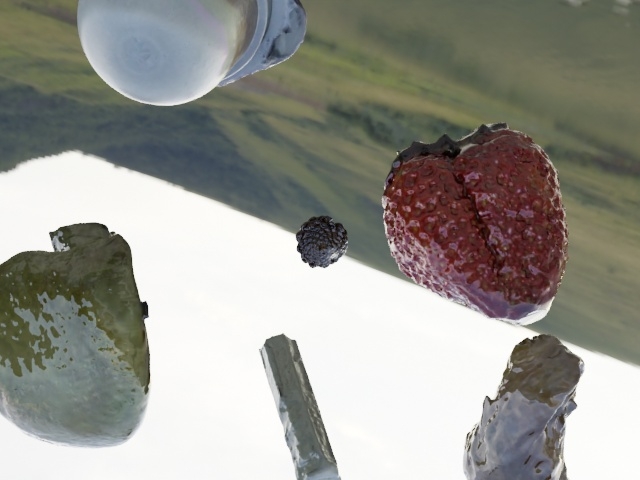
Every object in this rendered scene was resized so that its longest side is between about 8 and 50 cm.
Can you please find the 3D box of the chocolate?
[{"bbox_3d":[-0.126,-0.185,0.801,0.221,0.221,0.147,18,-136,-12],"label":"chocolate"}]

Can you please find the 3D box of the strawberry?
[{"bbox_3d":[0.220,-0.009,1.254,0.288,0.250,0.238,60,177,34],"label":"strawberry"}]

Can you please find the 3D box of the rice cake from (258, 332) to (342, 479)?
[{"bbox_3d":[-0.032,0.229,1.280,0.057,0.052,0.256,-13,-138,-8],"label":"rice cake"}]

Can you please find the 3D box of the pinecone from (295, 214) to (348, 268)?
[{"bbox_3d":[0.000,0.000,1.316,0.077,0.077,0.083,17,-171,-14],"label":"pinecone"}]

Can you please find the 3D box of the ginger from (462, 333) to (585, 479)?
[{"bbox_3d":[0.163,0.211,0.684,0.084,0.290,0.122,-13,-169,-11],"label":"ginger"}]

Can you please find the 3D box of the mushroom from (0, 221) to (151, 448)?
[{"bbox_3d":[-0.319,0.109,1.157,0.212,0.292,0.217,8,167,-24],"label":"mushroom"}]
